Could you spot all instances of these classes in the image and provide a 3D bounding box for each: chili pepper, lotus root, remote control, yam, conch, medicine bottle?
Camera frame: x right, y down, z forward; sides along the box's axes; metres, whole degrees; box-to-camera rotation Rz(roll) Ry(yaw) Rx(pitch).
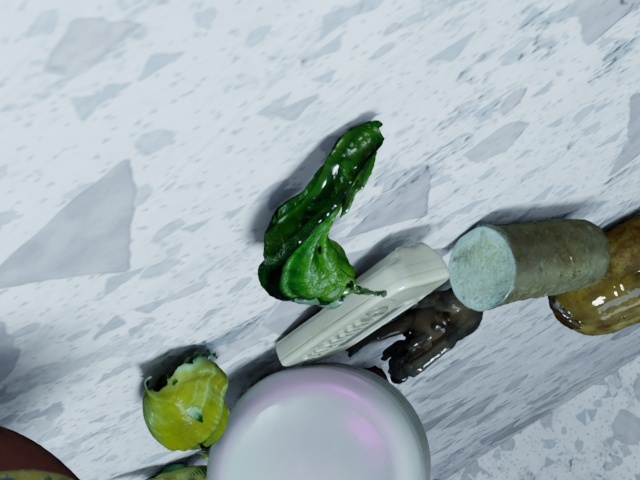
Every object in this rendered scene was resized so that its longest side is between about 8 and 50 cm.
[{"bbox_3d":[-0.001,0.000,1.127,0.122,0.065,0.279,-22,158,-10],"label":"chili pepper"},{"bbox_3d":[0.424,0.036,1.811,0.260,0.128,0.145,-31,153,-1],"label":"lotus root"},{"bbox_3d":[0.041,0.070,1.412,0.090,0.049,0.230,-13,163,-39],"label":"remote control"},{"bbox_3d":[0.244,0.022,1.537,0.093,0.093,0.259,-40,160,32],"label":"yam"},{"bbox_3d":[-0.136,0.165,1.380,0.095,0.079,0.200,-44,162,-25],"label":"conch"},{"bbox_3d":[0.009,0.263,1.587,0.241,0.241,0.302,-31,173,5],"label":"medicine bottle"}]

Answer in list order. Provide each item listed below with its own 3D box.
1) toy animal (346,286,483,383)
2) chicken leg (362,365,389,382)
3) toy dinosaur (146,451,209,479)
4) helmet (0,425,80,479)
[{"bbox_3d":[0.127,0.102,1.628,0.148,0.084,0.232,-31,171,-43],"label":"toy animal"},{"bbox_3d":[0.041,0.231,1.863,0.105,0.063,0.234,-21,159,-41],"label":"chicken leg"},{"bbox_3d":[-0.181,0.328,1.746,0.259,0.094,0.153,0,147,-44],"label":"toy dinosaur"},{"bbox_3d":[-0.326,0.257,1.057,0.338,0.230,0.385,-37,153,20],"label":"helmet"}]
